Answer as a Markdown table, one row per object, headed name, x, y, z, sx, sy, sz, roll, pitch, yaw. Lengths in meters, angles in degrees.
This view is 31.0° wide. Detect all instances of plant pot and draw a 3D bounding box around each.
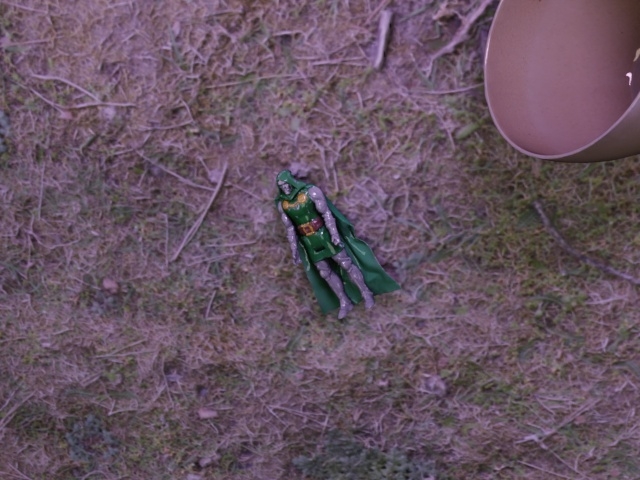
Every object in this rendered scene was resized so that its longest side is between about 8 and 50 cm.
| name | x | y | z | sx | sy | sz | roll | pitch | yaw |
| --- | --- | --- | --- | --- | --- | --- | --- | --- | --- |
| plant pot | 0.356 | -0.214 | 1.352 | 0.191 | 0.284 | 0.284 | 12 | 126 | -33 |

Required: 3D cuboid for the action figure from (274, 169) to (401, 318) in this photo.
| name | x | y | z | sx | sy | sz | roll | pitch | yaw |
| --- | --- | --- | --- | --- | --- | --- | --- | --- | --- |
| action figure | 0.000 | 0.000 | 1.646 | 0.137 | 0.063 | 0.232 | -24 | 106 | 27 |
